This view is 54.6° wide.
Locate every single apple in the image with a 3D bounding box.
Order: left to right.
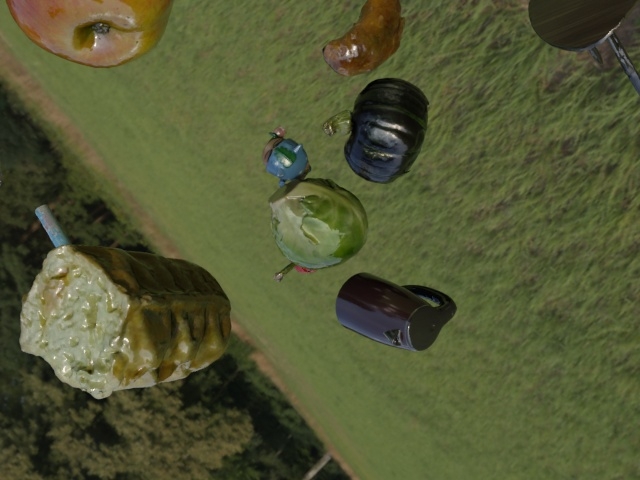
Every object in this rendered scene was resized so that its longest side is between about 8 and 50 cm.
[{"bbox_3d":[-0.396,-0.439,1.068,0.301,0.301,0.301,46,168,13],"label":"apple"}]

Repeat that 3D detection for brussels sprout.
[{"bbox_3d":[-0.006,-0.040,1.471,0.244,0.244,0.244,46,168,13],"label":"brussels sprout"}]

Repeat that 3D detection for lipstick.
[{"bbox_3d":[-0.866,-0.039,2.013,0.157,0.048,0.048,58,169,4],"label":"lipstick"}]

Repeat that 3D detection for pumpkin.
[{"bbox_3d":[0.152,-0.309,1.708,0.296,0.296,0.296,46,168,13],"label":"pumpkin"}]

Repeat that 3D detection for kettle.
[{"bbox_3d":[0.177,0.163,1.403,0.232,0.202,0.143,20,123,52],"label":"kettle"}]

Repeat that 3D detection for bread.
[{"bbox_3d":[-0.193,0.088,0.703,0.268,0.130,0.152,19,-116,-72],"label":"bread"}]

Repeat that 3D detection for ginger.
[{"bbox_3d":[0.146,-0.599,1.817,0.172,0.321,0.165,39,163,-10],"label":"ginger"}]

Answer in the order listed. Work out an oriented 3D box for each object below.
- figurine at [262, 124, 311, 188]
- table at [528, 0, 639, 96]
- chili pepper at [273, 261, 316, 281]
[{"bbox_3d":[-0.089,-0.201,1.530,0.144,0.114,0.178,50,-175,16],"label":"figurine"},{"bbox_3d":[0.625,-0.427,1.272,0.249,0.317,0.317,33,176,-28],"label":"table"},{"bbox_3d":[0.000,0.000,1.773,0.110,0.387,0.110,18,128,25],"label":"chili pepper"}]
